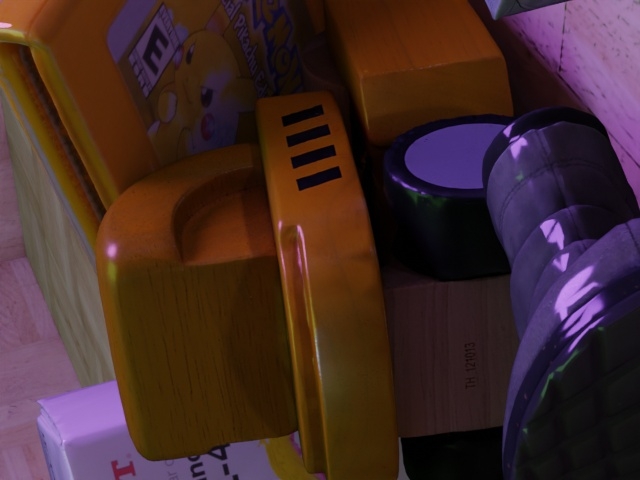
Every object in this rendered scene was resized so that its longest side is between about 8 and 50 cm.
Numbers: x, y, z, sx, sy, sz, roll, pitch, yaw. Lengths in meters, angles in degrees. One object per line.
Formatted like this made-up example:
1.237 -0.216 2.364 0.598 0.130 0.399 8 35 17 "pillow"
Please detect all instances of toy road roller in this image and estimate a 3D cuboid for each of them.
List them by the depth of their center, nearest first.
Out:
0.000 0.000 0.976 0.329 0.241 0.202 -104 7 -60 "toy road roller"

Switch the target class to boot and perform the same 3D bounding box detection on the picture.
0.109 0.031 0.688 0.338 0.118 0.222 71 -176 -57 "boot"

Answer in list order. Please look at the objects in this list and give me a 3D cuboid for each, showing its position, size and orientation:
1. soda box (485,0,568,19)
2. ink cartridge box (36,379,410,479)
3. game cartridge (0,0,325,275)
0.080 -0.252 0.826 0.091 0.098 0.286 105 147 -64 "soda box"
-0.004 0.177 1.123 0.131 0.306 0.226 -169 65 -72 "ink cartridge box"
-0.058 -0.125 1.045 0.053 0.323 0.285 10 142 27 "game cartridge"
